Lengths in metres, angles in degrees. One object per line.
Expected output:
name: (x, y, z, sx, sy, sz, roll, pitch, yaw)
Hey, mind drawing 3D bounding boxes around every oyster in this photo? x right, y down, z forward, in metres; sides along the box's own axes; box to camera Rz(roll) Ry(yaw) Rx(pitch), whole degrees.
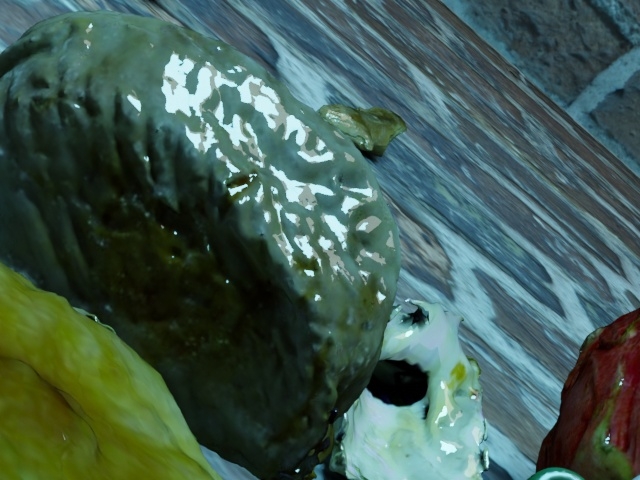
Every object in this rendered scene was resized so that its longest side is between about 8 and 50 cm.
oyster: (0.044, 0.104, 0.943, 0.133, 0.072, 0.209, 44, 34, -22)

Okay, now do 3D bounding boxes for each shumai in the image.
shumai: (-0.057, -0.010, 0.746, 0.218, 0.184, 0.185, 27, 18, 5)

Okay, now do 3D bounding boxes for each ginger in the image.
ginger: (0.040, -0.110, 1.505, 0.137, 0.044, 0.058, 0, 75, -59)

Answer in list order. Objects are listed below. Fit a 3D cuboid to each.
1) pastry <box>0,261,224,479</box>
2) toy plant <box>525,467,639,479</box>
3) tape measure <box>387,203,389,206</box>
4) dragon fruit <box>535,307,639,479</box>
pastry: (-0.127, 0.101, 0.387, 0.329, 0.136, 0.330, 41, 15, -13)
toy plant: (0.128, 0.213, 0.653, 0.232, 0.112, 0.243, -25, 71, -25)
tape measure: (0.001, 0.002, 1.047, 0.094, 0.091, 0.054, 29, 6, 15)
dragon fruit: (0.289, 0.175, 0.977, 0.277, 0.277, 0.342, 31, 11, -39)
